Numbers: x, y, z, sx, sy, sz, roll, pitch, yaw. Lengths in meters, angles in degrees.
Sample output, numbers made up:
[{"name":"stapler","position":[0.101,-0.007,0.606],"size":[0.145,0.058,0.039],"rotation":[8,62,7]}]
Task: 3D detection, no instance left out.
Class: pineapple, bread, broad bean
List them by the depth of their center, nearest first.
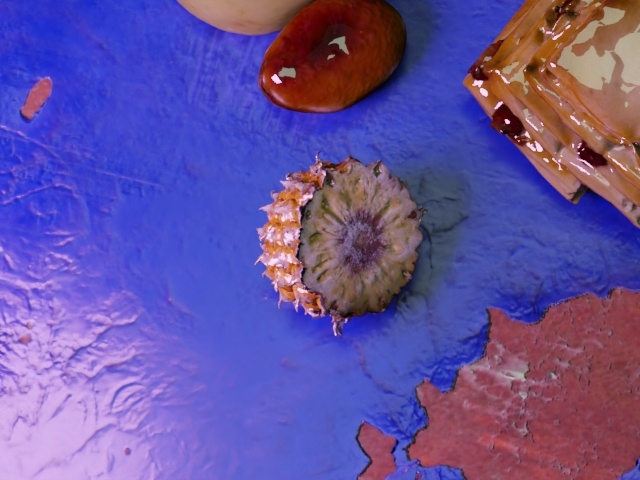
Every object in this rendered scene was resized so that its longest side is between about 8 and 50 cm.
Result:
[{"name":"bread","position":[0.367,-0.163,1.553],"size":[0.370,0.191,0.314],"rotation":[40,81,10]},{"name":"pineapple","position":[-0.002,-0.003,1.584],"size":[0.161,0.137,0.176],"rotation":[39,72,-32]},{"name":"broad bean","position":[0.014,-0.195,1.636],"size":[0.165,0.084,0.114],"rotation":[-41,111,-8]}]

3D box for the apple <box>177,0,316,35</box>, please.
[{"name":"apple","position":[-0.040,-0.423,1.694],"size":[0.320,0.311,0.360],"rotation":[-12,72,-45]}]
